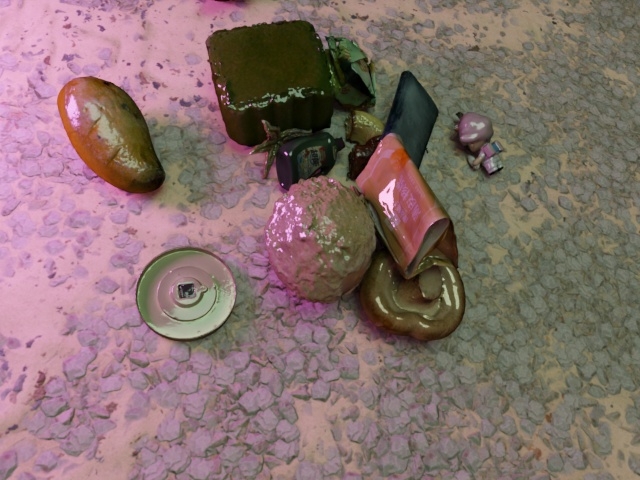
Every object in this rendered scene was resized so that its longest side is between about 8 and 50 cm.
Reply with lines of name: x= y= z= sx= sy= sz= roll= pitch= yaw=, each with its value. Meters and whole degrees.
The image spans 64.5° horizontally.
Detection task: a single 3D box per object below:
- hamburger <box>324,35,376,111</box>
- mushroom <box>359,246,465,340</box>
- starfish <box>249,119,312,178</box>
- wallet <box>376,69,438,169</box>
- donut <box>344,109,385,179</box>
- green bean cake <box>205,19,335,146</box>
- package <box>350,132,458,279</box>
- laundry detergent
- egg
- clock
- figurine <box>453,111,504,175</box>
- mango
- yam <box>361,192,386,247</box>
hamburger: x=0.073 y=-0.512 z=1.508 sx=0.235 sy=0.125 sz=0.214 roll=17 pitch=52 yaw=-46
mushroom: x=0.230 y=0.128 z=1.253 sx=0.279 sy=0.146 sz=0.278 roll=8 pitch=63 yaw=-17
starfish: x=-0.120 y=-0.238 z=1.351 sx=0.053 sy=0.175 sz=0.208 roll=42 pitch=25 yaw=31
wallet: x=0.252 y=-0.307 z=1.470 sx=0.191 sy=0.046 sz=0.378 roll=44 pitch=54 yaw=-36
donut: x=0.137 y=-0.286 z=1.467 sx=0.141 sy=0.085 sz=0.217 roll=-1 pitch=63 yaw=-13
green bean cake: x=-0.141 y=-0.436 z=1.420 sx=0.320 sy=0.218 sz=0.334 roll=-10 pitch=61 yaw=-8
package: x=0.189 y=-0.070 z=1.218 sx=0.165 sy=0.221 sz=0.311 roll=-24 pitch=51 yaw=4
laundry detergent: x=-0.017 y=-0.222 z=1.383 sx=0.222 sy=0.144 sz=0.078 roll=-27 pitch=40 yaw=-35
egg: x=0.000 y=0.000 z=1.205 sx=0.280 sy=0.279 sz=0.310 roll=1 pitch=58 yaw=-12
clock: x=-0.317 y=0.122 z=1.203 sx=0.235 sy=0.029 sz=0.234 roll=5 pitch=64 yaw=-10
figurine: x=0.482 y=-0.306 z=1.544 sx=0.138 sy=0.112 sz=0.228 roll=-24 pitch=82 yaw=-27
mango: x=-0.526 y=-0.257 z=1.275 sx=0.177 sy=0.175 sz=0.329 roll=-24 pitch=92 yaw=10
yam: x=0.160 y=-0.066 z=1.378 sx=0.069 sy=0.068 sz=0.169 roll=-15 pitch=68 yaw=-19
